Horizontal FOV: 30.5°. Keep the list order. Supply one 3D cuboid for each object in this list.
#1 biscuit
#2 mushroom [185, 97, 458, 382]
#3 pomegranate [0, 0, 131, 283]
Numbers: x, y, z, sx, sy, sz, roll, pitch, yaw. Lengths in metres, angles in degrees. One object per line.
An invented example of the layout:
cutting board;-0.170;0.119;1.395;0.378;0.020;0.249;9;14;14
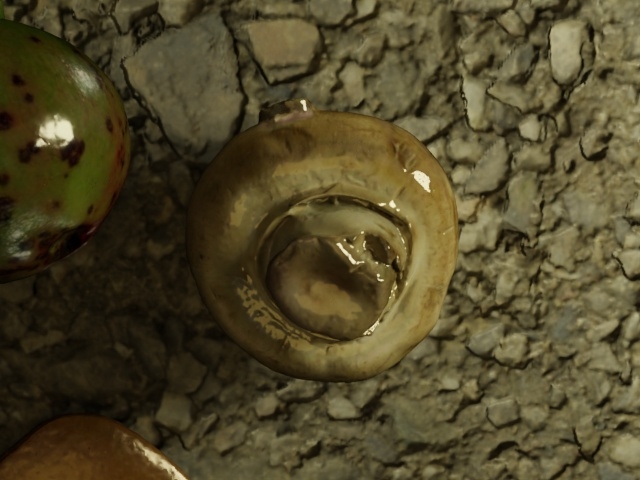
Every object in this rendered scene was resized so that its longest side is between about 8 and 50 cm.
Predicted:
biscuit;-0.230;0.313;1.100;0.277;0.052;0.262;-40;99;-10
mushroom;0.000;0.000;1.017;0.255;0.184;0.255;3;113;7
pomegranate;-0.292;-0.114;0.964;0.242;0.242;0.306;-24;99;5
